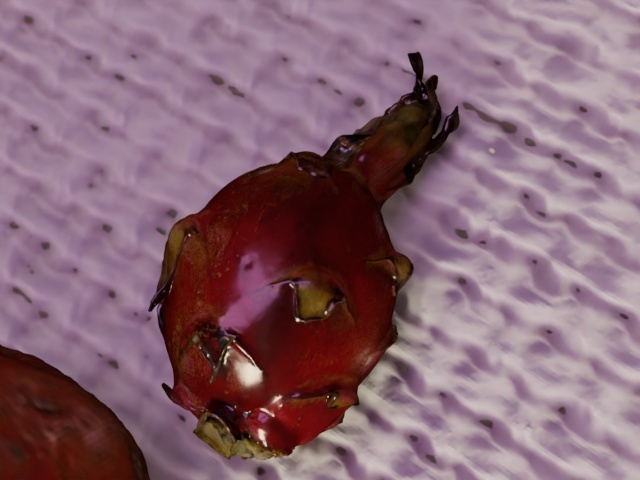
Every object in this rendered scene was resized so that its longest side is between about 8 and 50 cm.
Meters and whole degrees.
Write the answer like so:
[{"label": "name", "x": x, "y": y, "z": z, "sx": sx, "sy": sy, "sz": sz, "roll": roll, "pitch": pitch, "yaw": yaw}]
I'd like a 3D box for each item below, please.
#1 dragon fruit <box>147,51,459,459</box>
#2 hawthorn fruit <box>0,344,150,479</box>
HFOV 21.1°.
[{"label": "dragon fruit", "x": 0.000, "y": 0.000, "z": 0.912, "sx": 0.125, "sy": 0.125, "sz": 0.246, "roll": 18, "pitch": 61, "yaw": 41}, {"label": "hawthorn fruit", "x": -0.211, "y": 0.157, "z": 0.851, "sx": 0.258, "sy": 0.262, "sz": 0.258, "roll": -19, "pitch": 53, "yaw": 27}]
